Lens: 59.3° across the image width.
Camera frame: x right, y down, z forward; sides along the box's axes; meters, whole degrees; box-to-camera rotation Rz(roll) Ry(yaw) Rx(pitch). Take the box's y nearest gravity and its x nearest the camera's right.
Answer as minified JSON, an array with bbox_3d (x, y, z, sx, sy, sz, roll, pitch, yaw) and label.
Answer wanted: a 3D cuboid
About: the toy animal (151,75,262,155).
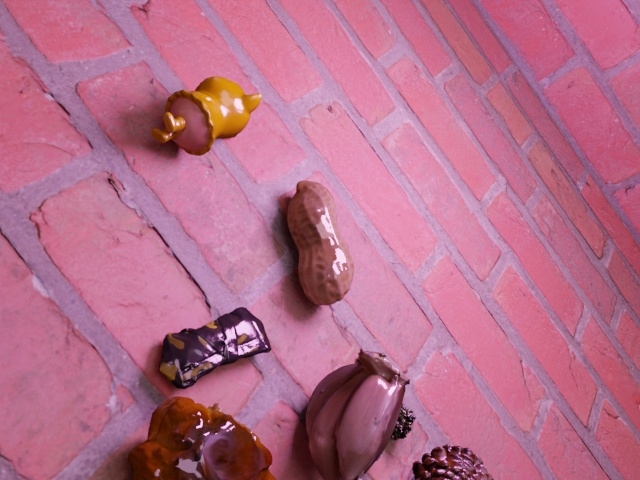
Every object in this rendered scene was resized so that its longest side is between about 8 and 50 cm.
[{"bbox_3d":[-0.237,-0.255,1.164,0.229,0.156,0.156,-30,89,-43],"label":"toy animal"}]

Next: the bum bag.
[{"bbox_3d":[-0.195,0.194,1.034,0.232,0.060,0.107,-13,69,-45],"label":"bum bag"}]

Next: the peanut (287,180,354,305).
[{"bbox_3d":[0.000,0.000,1.255,0.136,0.120,0.298,20,53,-60],"label":"peanut"}]

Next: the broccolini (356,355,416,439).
[{"bbox_3d":[0.135,0.347,1.253,0.201,0.058,0.074,53,30,16],"label":"broccolini"}]

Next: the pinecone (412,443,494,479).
[{"bbox_3d":[0.277,0.526,1.191,0.195,0.150,0.179,-24,68,-45],"label":"pinecone"}]

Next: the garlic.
[{"bbox_3d":[0.082,0.350,1.077,0.210,0.237,0.292,25,91,-17],"label":"garlic"}]

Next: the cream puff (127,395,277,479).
[{"bbox_3d":[-0.186,0.373,0.884,0.241,0.155,0.269,-18,79,-47],"label":"cream puff"}]
